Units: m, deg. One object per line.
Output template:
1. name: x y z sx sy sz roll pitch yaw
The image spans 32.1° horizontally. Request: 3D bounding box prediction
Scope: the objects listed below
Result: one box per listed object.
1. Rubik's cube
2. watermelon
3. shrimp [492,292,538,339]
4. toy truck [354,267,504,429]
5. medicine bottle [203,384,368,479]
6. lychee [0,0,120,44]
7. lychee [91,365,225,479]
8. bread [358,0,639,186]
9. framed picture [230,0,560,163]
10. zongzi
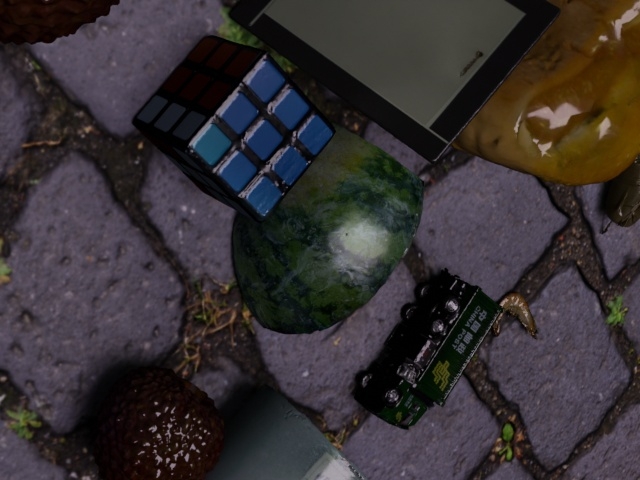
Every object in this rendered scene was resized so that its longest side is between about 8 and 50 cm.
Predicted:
1. Rubik's cube: -0.109 -0.144 1.418 0.160 0.163 0.162 -51 128 -9
2. watermelon: 0.000 0.000 1.567 0.224 0.180 0.305 34 90 7
3. shrimp: 0.331 0.144 1.909 0.083 0.023 0.114 -42 120 -11
4. toy truck: 0.168 0.177 1.769 0.121 0.088 0.259 39 82 -37
5. medicine bottle: -0.092 0.389 1.574 0.290 0.245 0.245 -45 126 -11
6. lychee: -0.318 -0.336 1.132 0.304 0.275 0.276 -18 123 -68
7. lychee: -0.223 0.263 1.476 0.188 0.188 0.188 -12 113 -31
8. bread: 0.292 -0.235 1.538 0.361 0.394 0.250 -52 144 -10
9. framed picture: 0.092 -0.290 1.427 0.265 0.347 0.016 -50 163 -10
10. zongzi: 0.590 -0.086 1.937 0.178 0.081 0.189 6 105 -9
